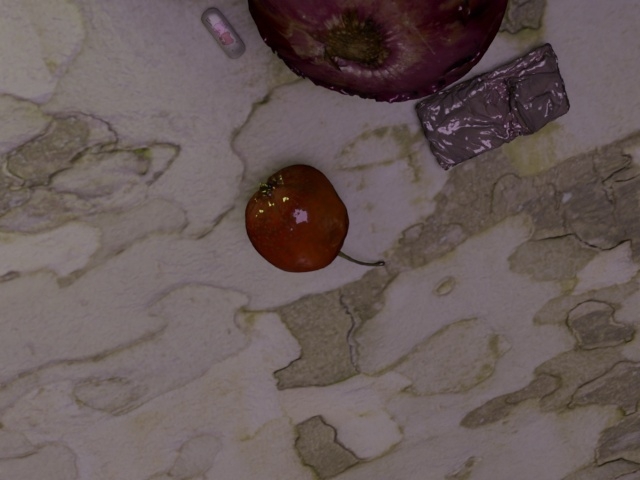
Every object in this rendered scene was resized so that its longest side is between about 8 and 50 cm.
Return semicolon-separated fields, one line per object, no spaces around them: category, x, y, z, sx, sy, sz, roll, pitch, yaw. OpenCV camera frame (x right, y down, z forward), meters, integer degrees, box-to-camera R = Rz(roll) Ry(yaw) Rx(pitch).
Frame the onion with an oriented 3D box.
onion;0.088;-0.361;1.069;0.345;0.358;0.358;-49;120;-36

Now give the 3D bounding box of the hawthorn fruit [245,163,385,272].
hawthorn fruit;0.000;0.000;1.292;0.165;0.165;0.285;-41;129;7

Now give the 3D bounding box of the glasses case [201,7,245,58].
glasses case;-0.146;-0.312;1.187;0.032;0.021;0.083;-36;114;6

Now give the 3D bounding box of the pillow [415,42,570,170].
pillow;0.289;-0.215;1.297;0.248;0.049;0.135;-24;118;2
